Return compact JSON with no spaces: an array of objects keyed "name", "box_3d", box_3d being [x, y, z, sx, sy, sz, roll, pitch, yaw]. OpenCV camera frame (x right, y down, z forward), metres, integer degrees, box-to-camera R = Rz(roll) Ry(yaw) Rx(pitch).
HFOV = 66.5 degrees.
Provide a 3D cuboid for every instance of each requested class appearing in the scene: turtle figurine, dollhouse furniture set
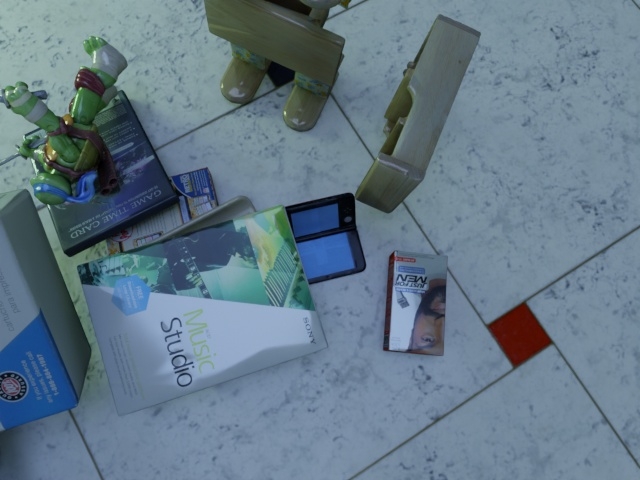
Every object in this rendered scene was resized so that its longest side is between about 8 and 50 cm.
[{"name":"turtle figurine","box_3d":[-0.436,-0.199,0.758,0.275,0.197,0.266,12,61,7]},{"name":"dollhouse furniture set","box_3d":[-0.006,-0.249,0.745,0.395,0.362,0.256,24,76,-1]}]

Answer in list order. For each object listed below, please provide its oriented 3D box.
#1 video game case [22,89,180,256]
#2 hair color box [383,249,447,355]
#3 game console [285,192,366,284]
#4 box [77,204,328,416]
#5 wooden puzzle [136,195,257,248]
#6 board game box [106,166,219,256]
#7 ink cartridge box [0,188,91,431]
[{"name":"video game case","box_3d":[-0.382,-0.126,0.838,0.196,0.026,0.274,-29,66,-9]},{"name":"hair color box","box_3d":[0.160,0.106,0.823,0.093,0.053,0.167,6,77,-2]},{"name":"game console","box_3d":[0.000,0.000,0.829,0.144,0.124,0.085,-13,51,-6]},{"name":"box","box_3d":[-0.173,0.101,0.742,0.322,0.058,0.232,-18,86,-7]},{"name":"wooden puzzle","box_3d":[-0.162,0.076,0.792,0.221,0.044,0.238,-29,92,-6]},{"name":"board game box","box_3d":[-0.270,-0.032,0.843,0.194,0.045,0.146,-14,78,-6]},{"name":"ink cartridge box","box_3d":[-0.553,0.126,0.630,0.395,0.166,0.285,-16,111,-13]}]
